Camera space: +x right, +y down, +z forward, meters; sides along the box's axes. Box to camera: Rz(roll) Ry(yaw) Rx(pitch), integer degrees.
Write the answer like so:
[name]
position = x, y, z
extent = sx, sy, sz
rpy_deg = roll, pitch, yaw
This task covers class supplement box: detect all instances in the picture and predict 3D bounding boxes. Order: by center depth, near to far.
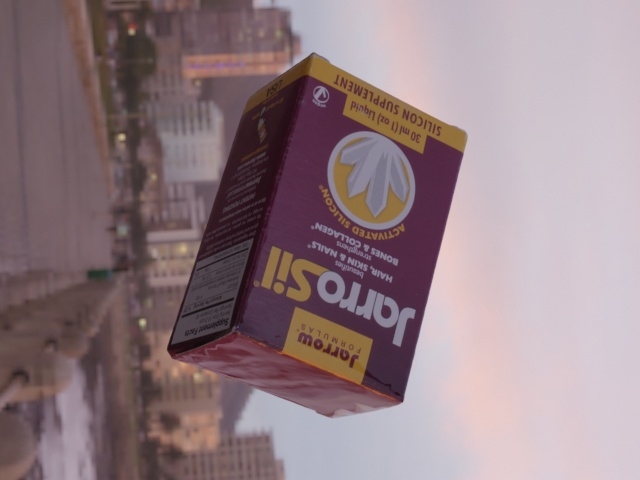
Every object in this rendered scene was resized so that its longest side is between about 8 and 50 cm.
[supplement box]
position = 0.000, 0.000, 0.367
extent = 0.043, 0.055, 0.083
rpy_deg = -23, -132, 58
